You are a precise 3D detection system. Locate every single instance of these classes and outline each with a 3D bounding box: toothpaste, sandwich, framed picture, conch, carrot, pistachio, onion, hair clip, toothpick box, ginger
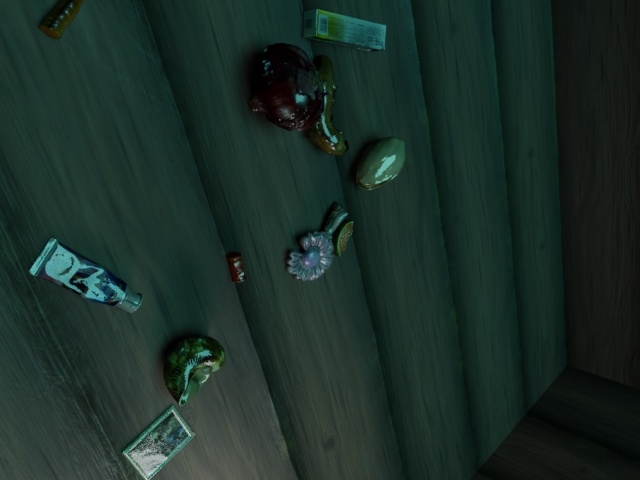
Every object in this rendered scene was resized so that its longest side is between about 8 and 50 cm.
[{"bbox_3d":[-0.561,0.098,1.408,0.266,0.061,0.096,37,76,-36],"label":"toothpaste"},{"bbox_3d":[0.074,-0.014,1.986,0.067,0.029,0.135,29,79,-49],"label":"sandwich"},{"bbox_3d":[-0.457,0.580,1.647,0.183,0.011,0.142,-41,125,-28],"label":"framed picture"},{"bbox_3d":[-0.355,0.346,1.616,0.181,0.124,0.187,-21,138,-48],"label":"conch"},{"bbox_3d":[-0.554,-0.506,1.263,0.048,0.048,0.139,42,70,-41],"label":"carrot"},{"bbox_3d":[0.083,-0.656,1.809,0.313,0.071,0.089,-7,103,-42],"label":"toothpaste"},{"bbox_3d":[0.208,-0.266,1.974,0.215,0.144,0.144,-52,131,-8],"label":"pistachio"},{"bbox_3d":[-0.100,-0.416,1.612,0.252,0.219,0.252,-21,90,-77],"label":"onion"},{"bbox_3d":[0.006,0.000,1.898,0.173,0.069,0.300,46,69,-40],"label":"hair clip"},{"bbox_3d":[-0.247,0.078,1.695,0.047,0.047,0.083,-26,117,-36],"label":"toothpick box"},{"bbox_3d":[0.008,-0.408,1.777,0.133,0.107,0.309,-20,110,-24],"label":"ginger"}]
